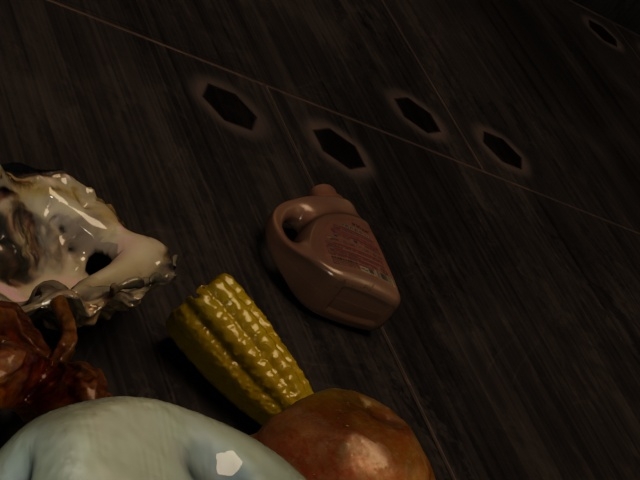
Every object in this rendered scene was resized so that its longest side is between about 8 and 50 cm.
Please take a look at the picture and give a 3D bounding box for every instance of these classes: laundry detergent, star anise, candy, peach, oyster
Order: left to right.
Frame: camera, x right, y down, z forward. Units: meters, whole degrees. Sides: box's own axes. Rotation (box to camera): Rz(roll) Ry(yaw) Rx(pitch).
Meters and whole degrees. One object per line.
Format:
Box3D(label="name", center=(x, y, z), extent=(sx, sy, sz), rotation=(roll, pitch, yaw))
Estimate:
Box3D(label="oyster", center=(-0.280, 0.016, 1.641), extent=(0.238, 0.115, 0.351), rotation=(38, 19, 18))
Box3D(label="star anise", center=(-0.242, 0.129, 1.421), extent=(0.212, 0.111, 0.196), rotation=(55, -2, -3))
Box3D(label="candy", center=(-0.073, 0.135, 1.734), extent=(0.199, 0.094, 0.106), rotation=(50, -10, 5))
Box3D(label="laundry detergent", center=(0.000, 0.000, 2.068), extent=(0.171, 0.076, 0.237), rotation=(21, 31, -33))
Box3D(label="peach", center=(0.022, 0.259, 1.532), extent=(0.235, 0.214, 0.214), rotation=(49, 26, 4))

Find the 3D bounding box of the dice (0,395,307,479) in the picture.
Box3D(label="dice", center=(-0.135, 0.295, 1.187), extent=(0.264, 0.268, 0.262), rotation=(24, 30, -28))
